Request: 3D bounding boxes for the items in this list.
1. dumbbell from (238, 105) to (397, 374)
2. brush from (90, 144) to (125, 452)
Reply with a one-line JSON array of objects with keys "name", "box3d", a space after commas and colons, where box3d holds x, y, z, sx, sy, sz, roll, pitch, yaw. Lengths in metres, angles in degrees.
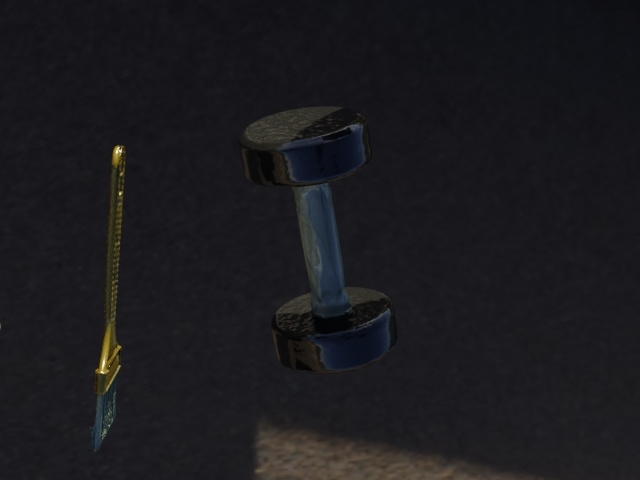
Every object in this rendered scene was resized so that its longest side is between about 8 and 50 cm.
[{"name": "dumbbell", "box3d": [0.000, 0.000, 1.149, 0.100, 0.100, 0.191, -29, 118, -41]}, {"name": "brush", "box3d": [-0.149, 0.039, 1.071, 0.010, 0.082, 0.218, 5, 101, -1]}]
